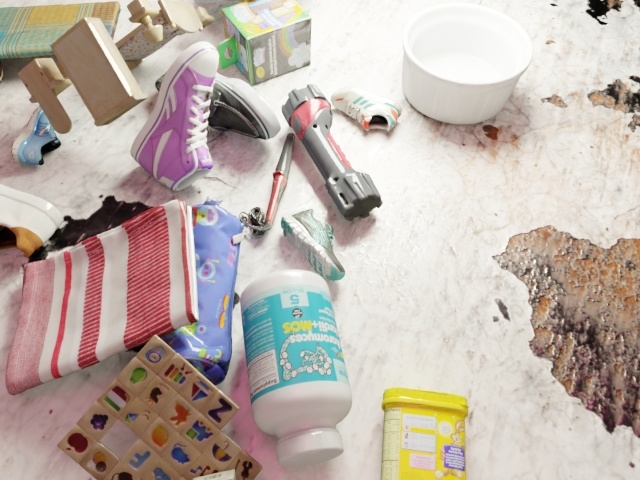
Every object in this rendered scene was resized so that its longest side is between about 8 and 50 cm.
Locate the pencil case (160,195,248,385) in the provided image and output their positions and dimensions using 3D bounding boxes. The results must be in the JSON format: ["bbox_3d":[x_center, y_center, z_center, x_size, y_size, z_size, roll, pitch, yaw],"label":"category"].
[{"bbox_3d":[-0.192,0.083,0.860,0.133,0.119,0.306,-8,56,16],"label":"pencil case"}]

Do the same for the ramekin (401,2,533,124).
[{"bbox_3d":[0.312,-0.388,1.167,0.277,0.135,0.277,0,56,0],"label":"ramekin"}]

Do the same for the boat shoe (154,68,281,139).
[{"bbox_3d":[-0.225,-0.282,1.116,0.335,0.121,0.119,34,69,32],"label":"boat shoe"}]

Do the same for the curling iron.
[{"bbox_3d":[-0.094,-0.120,1.045,0.068,0.035,0.274,13,58,8],"label":"curling iron"}]

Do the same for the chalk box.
[{"bbox_3d":[-0.143,-0.463,1.212,0.213,0.132,0.132,-25,61,-17],"label":"chalk box"}]

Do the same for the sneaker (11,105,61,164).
[{"bbox_3d":[-0.576,-0.218,1.100,0.073,0.063,0.162,20,60,-10],"label":"sneaker"}]

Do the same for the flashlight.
[{"bbox_3d":[0.025,-0.180,1.056,0.103,0.103,0.304,-35,64,9],"label":"flashlight"}]

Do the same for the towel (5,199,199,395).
[{"bbox_3d":[-0.348,0.082,0.833,0.328,0.037,0.237,-22,54,10],"label":"towel"}]

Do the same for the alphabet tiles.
[{"bbox_3d":[-0.207,0.283,0.725,0.237,0.009,0.198,41,85,0],"label":"alphabet tiles"}]

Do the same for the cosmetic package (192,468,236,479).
[{"bbox_3d":[-0.133,0.372,0.693,0.060,0.041,0.115,-12,83,-7],"label":"cosmetic package"}]

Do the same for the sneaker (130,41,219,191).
[{"bbox_3d":[-0.239,-0.223,1.008,0.161,0.282,0.102,42,25,15],"label":"sneaker"}]

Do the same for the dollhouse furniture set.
[{"bbox_3d":[-0.402,-0.371,1.164,0.303,0.174,0.355,-24,11,23],"label":"dollhouse furniture set"}]

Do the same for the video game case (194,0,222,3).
[{"bbox_3d":[-0.150,-0.661,1.304,0.244,0.061,0.269,19,45,41],"label":"video game case"}]

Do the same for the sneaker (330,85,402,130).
[{"bbox_3d":[0.092,-0.282,1.140,0.161,0.057,0.075,18,53,8],"label":"sneaker"}]

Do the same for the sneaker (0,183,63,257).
[{"bbox_3d":[-0.632,-0.049,0.949,0.290,0.106,0.123,16,56,8],"label":"sneaker"}]

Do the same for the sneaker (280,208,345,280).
[{"bbox_3d":[0.000,0.000,0.955,0.076,0.065,0.166,-30,64,-23],"label":"sneaker"}]

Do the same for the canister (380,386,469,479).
[{"bbox_3d":[0.146,0.308,0.747,0.126,0.073,0.170,6,58,4],"label":"canister"}]

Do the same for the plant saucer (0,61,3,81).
[{"bbox_3d":[-0.817,-0.354,1.188,0.198,0.036,0.199,1,56,-1],"label":"plant saucer"}]

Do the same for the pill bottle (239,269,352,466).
[{"bbox_3d":[-0.036,0.187,0.780,0.146,0.146,0.264,-9,58,-6],"label":"pill bottle"}]

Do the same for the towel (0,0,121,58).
[{"bbox_3d":[-0.679,-0.500,1.254,0.370,0.040,0.271,-7,45,-7],"label":"towel"}]
